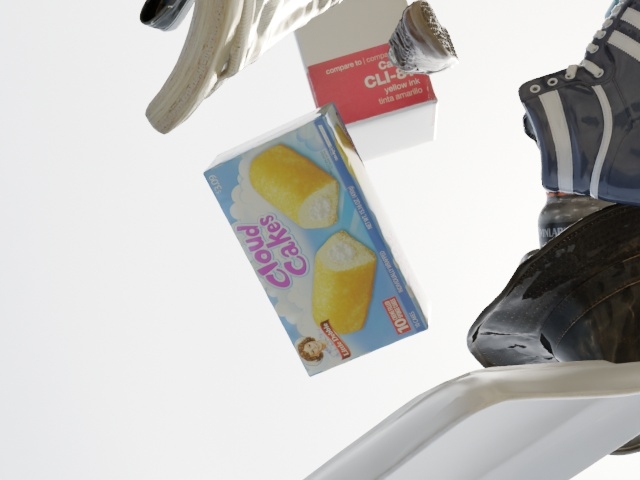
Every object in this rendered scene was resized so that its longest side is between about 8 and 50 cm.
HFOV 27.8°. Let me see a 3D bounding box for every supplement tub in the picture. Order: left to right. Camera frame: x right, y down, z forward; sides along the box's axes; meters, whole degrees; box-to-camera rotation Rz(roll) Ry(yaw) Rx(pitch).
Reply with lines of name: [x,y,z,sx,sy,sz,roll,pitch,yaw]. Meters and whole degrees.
supplement tub: [0.296,0.025,1.400,0.117,0.117,0.191,-6,-90,-33]

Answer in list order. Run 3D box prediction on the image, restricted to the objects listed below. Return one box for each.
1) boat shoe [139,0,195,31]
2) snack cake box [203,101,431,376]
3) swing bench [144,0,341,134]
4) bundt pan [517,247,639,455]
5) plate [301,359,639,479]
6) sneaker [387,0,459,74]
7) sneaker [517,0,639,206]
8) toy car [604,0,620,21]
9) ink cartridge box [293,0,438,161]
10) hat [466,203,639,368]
boat shoe: [-0.151,-0.286,1.407,0.040,0.142,0.049,-3,-134,-47]
snack cake box: [0.000,0.000,1.437,0.264,0.152,0.089,63,-166,-13]
swing bench: [-0.095,-0.216,0.669,0.254,0.165,0.253,30,-149,5]
bundt pan: [0.376,0.098,1.598,0.330,0.124,0.331,0,-135,0]
plate: [0.086,0.149,0.847,0.278,0.277,0.045,3,-126,-48]
sneaker: [0.107,-0.213,1.442,0.066,0.071,0.188,69,-167,11]
sneaker: [0.255,-0.162,1.112,0.153,0.099,0.282,2,-109,19]
toy car: [0.534,-0.308,1.664,0.237,0.219,0.210,12,-143,-23]
ink cartridge box: [0.035,-0.321,1.789,0.160,0.279,0.385,-17,-97,3]
hat: [0.306,0.097,1.203,0.331,0.331,0.134,1,-127,-29]
